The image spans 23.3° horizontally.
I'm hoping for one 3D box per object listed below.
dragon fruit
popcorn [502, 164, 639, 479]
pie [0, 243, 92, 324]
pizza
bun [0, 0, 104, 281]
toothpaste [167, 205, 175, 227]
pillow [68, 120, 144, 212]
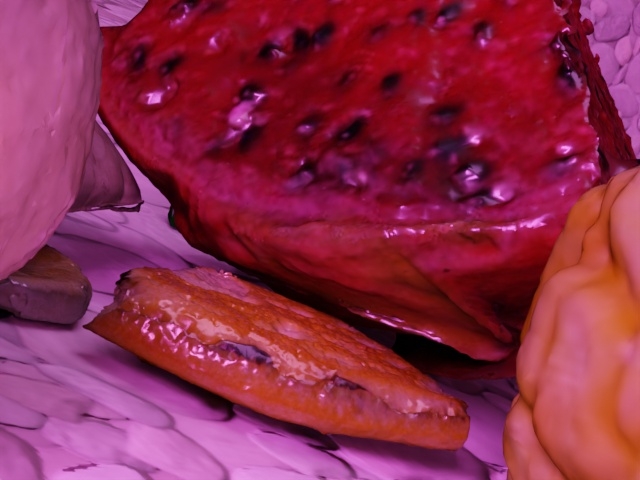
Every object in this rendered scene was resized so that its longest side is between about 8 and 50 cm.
[{"bbox_3d":[0.098,-0.038,0.767,0.330,0.240,0.302,24,14,-47],"label":"dragon fruit"},{"bbox_3d":[0.181,0.060,0.513,0.249,0.249,0.225,12,29,-47],"label":"popcorn"},{"bbox_3d":[-0.132,0.010,0.636,0.084,0.020,0.084,24,12,-5],"label":"pie"},{"bbox_3d":[-0.019,0.049,0.635,0.160,0.036,0.099,21,11,-12],"label":"pizza"},{"bbox_3d":[-0.190,-0.046,0.431,0.259,0.152,0.259,21,-2,1],"label":"bun"},{"bbox_3d":[0.000,0.000,0.914,0.178,0.043,0.037,21,13,-12],"label":"toothpaste"},{"bbox_3d":[-0.218,-0.104,0.660,0.302,0.075,0.185,39,15,10],"label":"pillow"}]
